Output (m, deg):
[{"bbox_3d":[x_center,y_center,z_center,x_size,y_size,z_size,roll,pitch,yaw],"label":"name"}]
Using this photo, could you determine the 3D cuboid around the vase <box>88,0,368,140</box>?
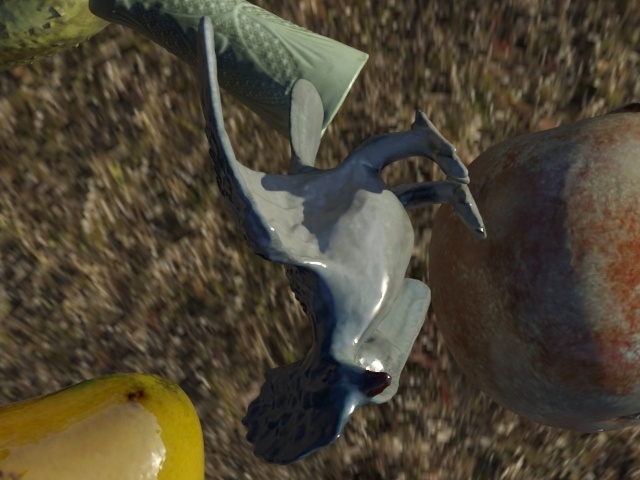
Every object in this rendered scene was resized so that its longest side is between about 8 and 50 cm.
[{"bbox_3d":[-0.078,-0.163,1.553,0.219,0.096,0.096,31,81,-1],"label":"vase"}]

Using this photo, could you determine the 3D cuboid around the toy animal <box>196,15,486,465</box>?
[{"bbox_3d":[0.000,0.000,1.027,0.176,0.239,0.255,-33,37,-2],"label":"toy animal"}]

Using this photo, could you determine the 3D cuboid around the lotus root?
[{"bbox_3d":[-0.305,-0.251,1.893,0.309,0.173,0.173,-20,77,18],"label":"lotus root"}]

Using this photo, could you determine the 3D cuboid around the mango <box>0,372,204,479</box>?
[{"bbox_3d":[-0.221,0.213,1.404,0.317,0.173,0.211,-26,111,-19],"label":"mango"}]

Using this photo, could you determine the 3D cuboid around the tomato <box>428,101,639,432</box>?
[{"bbox_3d":[0.251,0.023,1.715,0.316,0.317,0.283,-6,71,2],"label":"tomato"}]
